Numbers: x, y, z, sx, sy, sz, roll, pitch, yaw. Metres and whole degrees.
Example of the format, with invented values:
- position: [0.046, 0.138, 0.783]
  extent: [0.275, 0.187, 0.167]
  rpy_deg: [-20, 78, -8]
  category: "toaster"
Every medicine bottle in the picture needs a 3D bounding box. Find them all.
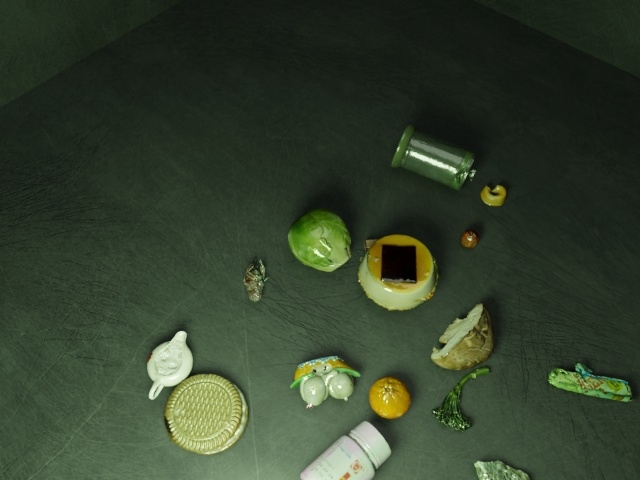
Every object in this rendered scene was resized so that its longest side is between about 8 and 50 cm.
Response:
- position: [0.077, 0.664, 1.482]
  extent: [0.254, 0.152, 0.152]
  rpy_deg: [-35, 66, -24]
  category: "medicine bottle"

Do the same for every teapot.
- position: [-0.492, 0.411, 1.640]
  extent: [0.145, 0.092, 0.227]
  rpy_deg: [15, 59, 9]
  category: "teapot"
- position: [0.496, -0.350, 2.141]
  extent: [0.336, 0.201, 0.270]
  rpy_deg: [24, 27, 9]
  category: "teapot"

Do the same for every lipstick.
- position: [0.246, 0.021, 1.960]
  extent: [0.145, 0.045, 0.045]
  rpy_deg: [-3, 56, -5]
  category: "lipstick"

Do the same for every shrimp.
- position: [-0.239, 0.139, 1.843]
  extent: [0.073, 0.075, 0.190]
  rpy_deg: [-22, 44, 20]
  category: "shrimp"

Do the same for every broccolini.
- position: [0.491, 0.522, 1.660]
  extent: [0.271, 0.062, 0.123]
  rpy_deg: [-36, 76, -26]
  category: "broccolini"

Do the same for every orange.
- position: [0.223, 0.502, 1.613]
  extent: [0.135, 0.118, 0.136]
  rpy_deg: [0, 64, -1]
  category: "orange"

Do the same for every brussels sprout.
- position: [0.000, 0.000, 1.869]
  extent: [0.243, 0.244, 0.244]
  rpy_deg: [2, 58, -3]
  category: "brussels sprout"

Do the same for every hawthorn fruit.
- position: [0.590, -0.007, 1.983]
  extent: [0.077, 0.077, 0.077]
  rpy_deg: [2, 58, -3]
  category: "hawthorn fruit"

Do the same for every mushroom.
- position: [0.512, 0.357, 1.731]
  extent: [0.285, 0.156, 0.151]
  rpy_deg: [-41, 96, -24]
  category: "mushroom"

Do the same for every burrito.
- position: [0.915, 0.474, 1.711]
  extent: [0.287, 0.054, 0.104]
  rpy_deg: [10, 57, 3]
  category: "burrito"

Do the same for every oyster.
- position: [0.555, 0.735, 1.522]
  extent: [0.177, 0.064, 0.125]
  rpy_deg: [9, 54, 0]
  category: "oyster"

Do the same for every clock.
- position: [0.017, 0.459, 1.636]
  extent: [0.230, 0.103, 0.144]
  rpy_deg: [-11, 61, -8]
  category: "clock"

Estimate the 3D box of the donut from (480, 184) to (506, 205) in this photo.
- position: [0.736, -0.194, 2.129]
  extent: [0.108, 0.043, 0.097]
  rpy_deg: [-10, 58, -5]
  category: "donut"

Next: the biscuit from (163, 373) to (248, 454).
- position: [-0.356, 0.540, 1.574]
  extent: [0.258, 0.079, 0.260]
  rpy_deg: [2, 58, -3]
  category: "biscuit"

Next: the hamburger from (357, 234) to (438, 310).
- position: [0.282, 0.119, 1.824]
  extent: [0.293, 0.179, 0.276]
  rpy_deg: [1, 55, 1]
  category: "hamburger"
